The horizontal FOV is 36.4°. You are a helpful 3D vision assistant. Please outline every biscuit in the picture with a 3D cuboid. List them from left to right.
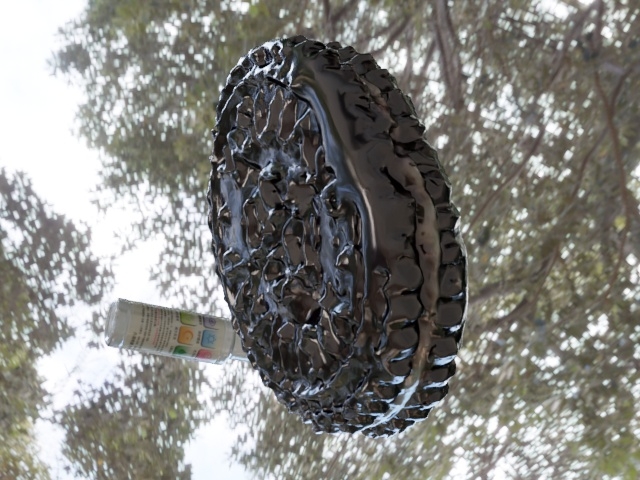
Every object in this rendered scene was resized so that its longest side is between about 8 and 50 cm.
[{"bbox_3d":[0.000,0.000,0.457,0.053,0.194,0.194,-9,-115,-28],"label":"biscuit"}]

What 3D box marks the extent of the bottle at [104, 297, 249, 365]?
[{"bbox_3d":[-0.137,0.113,1.125,0.217,0.060,0.060,13,-118,-21],"label":"bottle"}]
